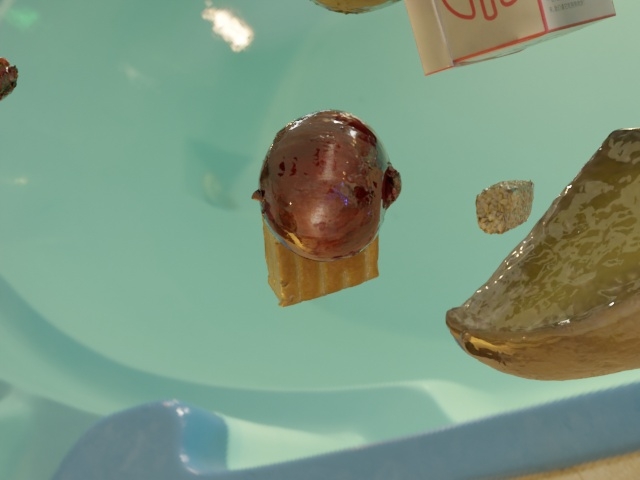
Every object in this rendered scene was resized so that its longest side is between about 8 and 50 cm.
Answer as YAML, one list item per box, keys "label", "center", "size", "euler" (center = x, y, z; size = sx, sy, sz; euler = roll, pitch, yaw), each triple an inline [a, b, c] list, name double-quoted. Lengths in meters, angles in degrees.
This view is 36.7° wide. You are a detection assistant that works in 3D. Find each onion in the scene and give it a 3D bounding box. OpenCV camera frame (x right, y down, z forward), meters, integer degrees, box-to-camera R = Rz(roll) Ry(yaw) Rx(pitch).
- label: "onion"
  center: [0.016, -0.095, 1.699]
  size: [0.276, 0.276, 0.276]
  euler: [-18, 51, 23]

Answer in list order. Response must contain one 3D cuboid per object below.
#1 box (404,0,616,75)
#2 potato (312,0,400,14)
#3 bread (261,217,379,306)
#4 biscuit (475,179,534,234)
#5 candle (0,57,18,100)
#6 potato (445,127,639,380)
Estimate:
- label: "box"
  center: [0.365, -0.533, 1.935]
  size: [0.300, 0.312, 0.314]
  euler: [-9, 10, 44]
- label: "potato"
  center: [0.051, -0.269, 0.677]
  size: [0.248, 0.169, 0.143]
  euler: [-59, 42, 45]
- label: "bread"
  center: [0.000, 0.000, 1.989]
  size: [0.239, 0.246, 0.111]
  euler: [-17, 43, -18]
- label: "biscuit"
  center: [0.298, -0.059, 1.565]
  size: [0.070, 0.168, 0.082]
  euler: [4, 101, 25]
- label: "candle"
  center: [-0.326, -0.137, 0.891]
  size: [0.052, 0.052, 0.131]
  euler: [-11, 29, 27]
- label: "potato"
  center: [0.276, 0.057, 0.784]
  size: [0.264, 0.211, 0.189]
  euler: [-46, 37, -8]
